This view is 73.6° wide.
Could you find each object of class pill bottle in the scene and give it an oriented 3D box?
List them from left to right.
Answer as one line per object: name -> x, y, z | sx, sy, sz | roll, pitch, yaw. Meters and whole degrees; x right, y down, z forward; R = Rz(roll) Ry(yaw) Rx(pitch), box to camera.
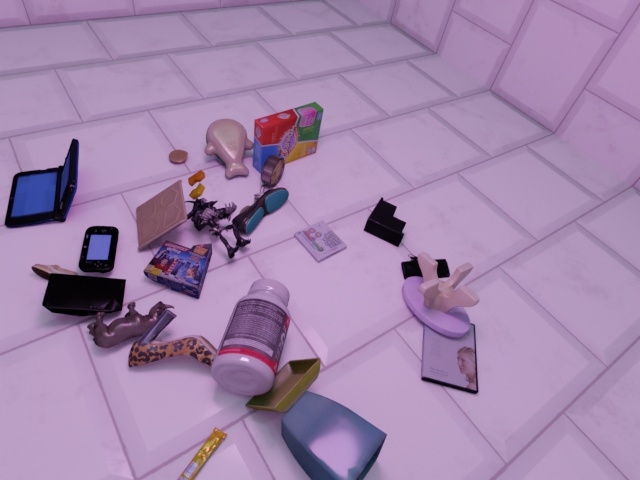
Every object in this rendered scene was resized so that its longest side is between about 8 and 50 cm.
pill bottle -> -0.187, 0.268, 1.254 | 0.176, 0.176, 0.319 | 13, 43, 0

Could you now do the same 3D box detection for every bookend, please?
bookend -> 0.280, -0.077, 1.734 | 0.156, 0.072, 0.157 | 26, 48, 10

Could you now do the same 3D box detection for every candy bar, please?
candy bar -> -0.304, 0.554, 1.090 | 0.040, 0.018, 0.161 | 26, 49, 16

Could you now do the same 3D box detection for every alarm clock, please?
alarm clock -> -0.209, -0.275, 1.777 | 0.064, 0.129, 0.192 | 21, 69, 9

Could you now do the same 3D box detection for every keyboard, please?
keyboard -> 0.396, 0.102, 1.635 | 0.191, 0.038, 0.100 | -2, 73, -15

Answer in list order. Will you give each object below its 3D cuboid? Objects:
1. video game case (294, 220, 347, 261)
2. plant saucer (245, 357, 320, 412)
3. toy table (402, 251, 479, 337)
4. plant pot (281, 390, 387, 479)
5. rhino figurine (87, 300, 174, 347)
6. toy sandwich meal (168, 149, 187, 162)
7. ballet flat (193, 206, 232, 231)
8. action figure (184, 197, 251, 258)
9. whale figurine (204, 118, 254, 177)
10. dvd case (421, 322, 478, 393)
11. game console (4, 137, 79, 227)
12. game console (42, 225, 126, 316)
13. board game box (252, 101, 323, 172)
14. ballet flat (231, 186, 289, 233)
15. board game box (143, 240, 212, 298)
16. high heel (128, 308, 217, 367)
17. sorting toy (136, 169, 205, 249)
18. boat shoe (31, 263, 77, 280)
video game case -> 0.000, 0.000, 1.643 | 0.143, 0.019, 0.157 | -26, 58, -30
plant saucer -> -0.093, 0.407, 1.179 | 0.188, 0.188, 0.045 | -40, 97, -36
toy table -> 0.413, 0.176, 1.457 | 0.274, 0.161, 0.252 | 36, 44, 27
plant pot -> 0.018, 0.516, 1.098 | 0.234, 0.166, 0.165 | 32, 50, 24
rhino figurine -> -0.557, 0.245, 1.275 | 0.243, 0.073, 0.106 | -18, 51, -27
toy sandwich meal -> -0.607, -0.357, 1.828 | 0.085, 0.029, 0.086 | 6, 53, -7
ballet flat -> -0.404, -0.088, 1.629 | 0.173, 0.049, 0.057 | -29, 19, -33
action figure -> -0.366, -0.077, 1.517 | 0.276, 0.141, 0.164 | 46, 43, 5
whale figurine -> -0.394, -0.386, 1.851 | 0.216, 0.141, 0.272 | -15, 78, -23
dvd case -> 0.425, 0.362, 1.408 | 0.180, 0.022, 0.253 | 14, 47, 1
game console -> -0.991, -0.213, 1.532 | 0.173, 0.250, 0.293 | 12, 41, -38
game console -> -0.734, 0.084, 1.369 | 0.213, 0.044, 0.361 | 8, 44, -25
board game box -> -0.143, -0.448, 1.862 | 0.316, 0.242, 0.064 | -27, 59, -30
ballet flat -> -0.240, -0.134, 1.667 | 0.096, 0.095, 0.280 | 23, 47, 25
board game box -> -0.457, 0.079, 1.450 | 0.194, 0.060, 0.194 | 18, 47, 5
high heel -> -0.410, 0.349, 1.233 | 0.261, 0.093, 0.186 | 38, 77, 3
sorting toy -> -0.528, -0.114, 1.525 | 0.307, 0.041, 0.229 | -29, 50, 11
boat shoe -> -0.843, 0.102, 1.361 | 0.135, 0.050, 0.045 | 21, 44, -6
